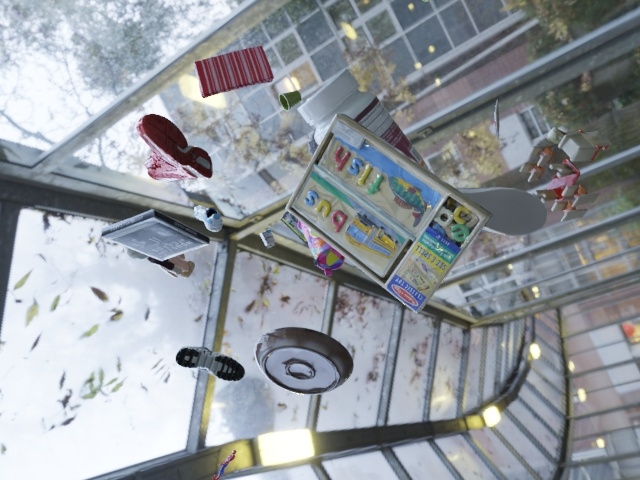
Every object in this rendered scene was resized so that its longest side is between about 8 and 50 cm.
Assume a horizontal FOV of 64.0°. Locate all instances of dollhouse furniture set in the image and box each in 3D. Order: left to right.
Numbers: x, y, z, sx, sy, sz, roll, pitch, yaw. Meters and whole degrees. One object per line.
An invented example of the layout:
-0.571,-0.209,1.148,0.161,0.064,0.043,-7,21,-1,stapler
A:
0.841,-0.237,1.724,0.259,0.135,0.261,101,154,-48,dollhouse furniture set

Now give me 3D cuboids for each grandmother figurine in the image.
-0.582,0.061,1.855,0.208,0.104,0.342,28,174,21,grandmother figurine

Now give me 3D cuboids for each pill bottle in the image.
0.125,-0.300,1.540,0.392,0.224,0.224,49,-151,-14,pill bottle

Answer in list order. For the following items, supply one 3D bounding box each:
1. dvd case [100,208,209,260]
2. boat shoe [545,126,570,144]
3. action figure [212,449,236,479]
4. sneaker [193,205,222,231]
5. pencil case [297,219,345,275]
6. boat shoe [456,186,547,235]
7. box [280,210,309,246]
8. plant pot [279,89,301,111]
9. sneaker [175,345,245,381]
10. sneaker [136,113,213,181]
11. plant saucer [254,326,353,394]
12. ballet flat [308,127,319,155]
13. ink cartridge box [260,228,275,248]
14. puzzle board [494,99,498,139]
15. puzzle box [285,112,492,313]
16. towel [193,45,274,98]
-0.451,-0.010,1.422,0.239,0.180,0.029,37,-140,-59,dvd case
0.858,-0.356,1.775,0.153,0.048,0.056,12,-140,-15,boat shoe
-0.313,0.737,1.683,0.030,0.115,0.038,39,180,15,action figure
-0.475,-0.111,2.178,0.085,0.086,0.237,1,-160,-34,sneaker
0.000,0.000,1.623,0.104,0.104,0.236,43,-165,-38,pencil case
0.403,-0.089,1.350,0.158,0.341,0.127,-115,31,-78,boat shoe
-0.018,-0.091,2.218,0.270,0.216,0.060,43,-167,26,box
-0.128,-0.622,2.247,0.083,0.079,0.083,50,160,25,plant pot
-0.357,0.390,1.661,0.235,0.106,0.078,22,-93,-18,sneaker
-0.325,-0.168,1.034,0.221,0.128,0.086,44,-142,-60,sneaker
-0.056,0.381,1.554,0.310,0.311,0.050,51,-147,-27,plant saucer
0.031,-0.417,1.842,0.084,0.249,0.058,32,-165,28,ballet flat
-0.249,-0.007,2.448,0.048,0.028,0.083,-29,-83,-29,ink cartridge box
0.709,-0.485,2.056,0.128,0.011,0.096,69,-149,-41,puzzle board
0.133,-0.064,1.152,0.409,0.272,0.052,38,-154,18,puzzle box
-0.326,-0.628,1.902,0.031,0.275,0.198,85,167,-60,towel
